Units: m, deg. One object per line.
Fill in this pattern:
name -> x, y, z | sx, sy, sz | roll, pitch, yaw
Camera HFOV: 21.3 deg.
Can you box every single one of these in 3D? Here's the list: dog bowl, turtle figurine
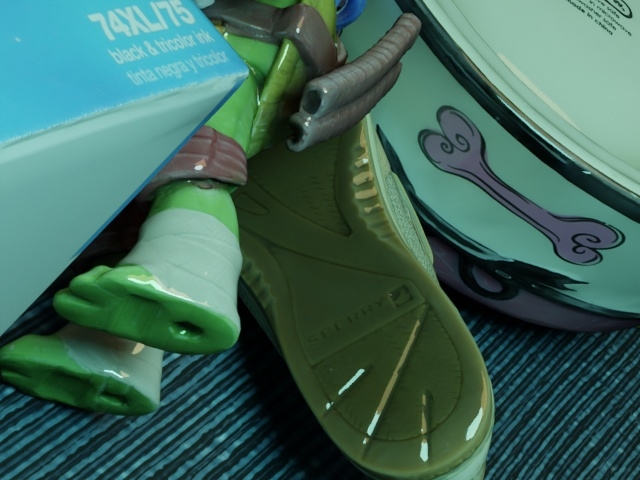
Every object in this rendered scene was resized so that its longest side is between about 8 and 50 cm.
dog bowl -> 0.141, -0.123, 1.020 | 0.408, 0.150, 0.408 | 21, 45, -23
turtle figurine -> -0.095, -0.081, 0.727 | 0.275, 0.198, 0.266 | 43, 47, -45

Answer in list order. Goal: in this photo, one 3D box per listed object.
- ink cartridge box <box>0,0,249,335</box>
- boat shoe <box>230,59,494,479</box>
ink cartridge box -> -0.209, -0.080, 0.551 | 0.270, 0.198, 0.197 | 51, 29, 6
boat shoe -> 0.000, 0.000, 0.861 | 0.302, 0.109, 0.098 | 62, -2, 28
